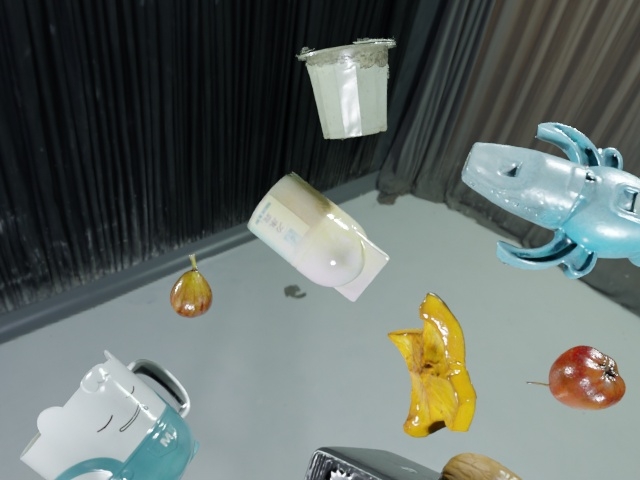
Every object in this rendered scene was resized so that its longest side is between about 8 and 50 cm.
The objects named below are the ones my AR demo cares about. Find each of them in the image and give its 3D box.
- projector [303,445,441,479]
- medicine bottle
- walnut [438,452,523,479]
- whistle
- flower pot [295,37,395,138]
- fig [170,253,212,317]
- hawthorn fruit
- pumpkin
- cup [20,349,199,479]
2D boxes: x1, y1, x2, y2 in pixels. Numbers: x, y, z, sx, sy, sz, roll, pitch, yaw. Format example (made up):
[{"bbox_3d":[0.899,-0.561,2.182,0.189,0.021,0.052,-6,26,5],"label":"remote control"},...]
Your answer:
[{"bbox_3d":[0.199,0.717,1.346,0.395,0.242,0.405,9,-14,41],"label":"projector"},{"bbox_3d":[0.000,0.000,1.608,0.406,0.235,0.236,39,43,6],"label":"medicine bottle"},{"bbox_3d":[0.312,0.496,0.965,0.167,0.167,0.207,-23,35,-36],"label":"walnut"},{"bbox_3d":[0.296,-0.041,0.586,0.274,0.093,0.186,23,73,8],"label":"whistle"},{"bbox_3d":[0.091,-0.433,1.485,0.290,0.259,0.290,-9,15,2],"label":"flower pot"},{"bbox_3d":[-0.258,0.091,1.040,0.089,0.125,0.089,8,26,-4],"label":"fig"},{"bbox_3d":[0.623,0.349,1.264,0.163,0.203,0.162,13,57,-20],"label":"hawthorn fruit"},{"bbox_3d":[0.229,0.268,1.070,0.095,0.290,0.258,-7,69,-14],"label":"pumpkin"},{"bbox_3d":[-0.364,0.352,0.965,0.257,0.219,0.289,44,29,-7],"label":"cup"}]
